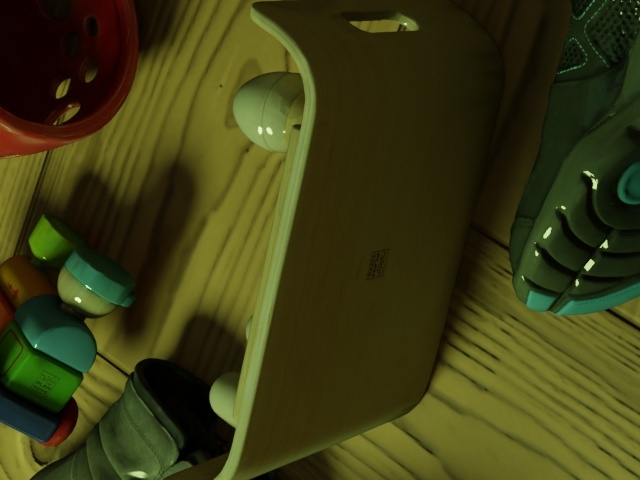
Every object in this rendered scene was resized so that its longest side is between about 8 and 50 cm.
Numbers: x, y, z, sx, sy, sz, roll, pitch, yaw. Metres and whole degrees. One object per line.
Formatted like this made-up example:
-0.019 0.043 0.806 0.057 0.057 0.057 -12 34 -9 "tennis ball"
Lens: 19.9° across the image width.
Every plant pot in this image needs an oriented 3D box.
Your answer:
-0.254 -0.147 1.331 0.174 0.191 0.191 -14 89 44 "plant pot"

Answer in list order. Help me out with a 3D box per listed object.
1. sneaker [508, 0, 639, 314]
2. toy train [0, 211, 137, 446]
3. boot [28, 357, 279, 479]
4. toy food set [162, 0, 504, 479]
0.199 -0.110 1.083 0.340 0.125 0.139 -65 35 26 "sneaker"
-0.233 0.037 1.399 0.143 0.105 0.248 -52 36 5 "toy train"
-0.095 0.272 1.325 0.223 0.118 0.338 -42 78 25 "boot"
0.000 0.000 1.150 0.092 0.220 0.306 23 109 30 "toy food set"
